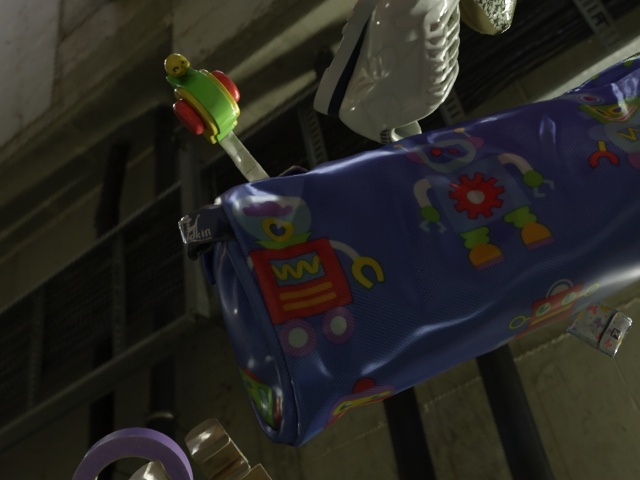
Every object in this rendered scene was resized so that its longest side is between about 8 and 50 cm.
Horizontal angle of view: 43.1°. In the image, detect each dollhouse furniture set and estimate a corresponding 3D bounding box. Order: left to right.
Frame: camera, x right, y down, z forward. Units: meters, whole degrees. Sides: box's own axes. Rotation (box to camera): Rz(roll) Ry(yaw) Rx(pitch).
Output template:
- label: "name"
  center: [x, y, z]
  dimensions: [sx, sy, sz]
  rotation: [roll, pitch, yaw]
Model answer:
- label: "dollhouse furniture set"
  center: [-0.149, 0.344, 0.894]
  dimensions: [0.242, 0.212, 0.161]
  rotation: [-35, -170, -13]

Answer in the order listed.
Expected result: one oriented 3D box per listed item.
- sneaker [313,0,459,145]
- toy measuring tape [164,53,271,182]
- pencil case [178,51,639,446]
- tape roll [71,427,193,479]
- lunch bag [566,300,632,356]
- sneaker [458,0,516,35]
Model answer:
- label: "sneaker"
  center: [0.071, -0.156, 0.622]
  dimensions: [0.090, 0.095, 0.235]
  rotation: [-52, 175, -26]
- label: "toy measuring tape"
  center: [-0.168, -0.201, 1.472]
  dimensions: [0.121, 0.330, 0.121]
  rotation: [-28, -152, 17]
- label: "pencil case"
  center: [0.082, -0.009, 0.425]
  dimensions: [0.306, 0.119, 0.133]
  rotation: [-21, -119, -17]
- label: "tape roll"
  center: [-0.295, 0.395, 1.276]
  dimensions: [0.189, 0.189, 0.080]
  rotation: [-60, -173, -8]
- label: "lunch bag"
  center: [0.454, 0.139, 1.314]
  dimensions: [0.083, 0.053, 0.071]
  rotation: [32, -93, 8]
- label: "sneaker"
  center: [0.267, -0.448, 1.091]
  dimensions: [0.158, 0.410, 0.182]
  rotation: [-39, -128, -25]
